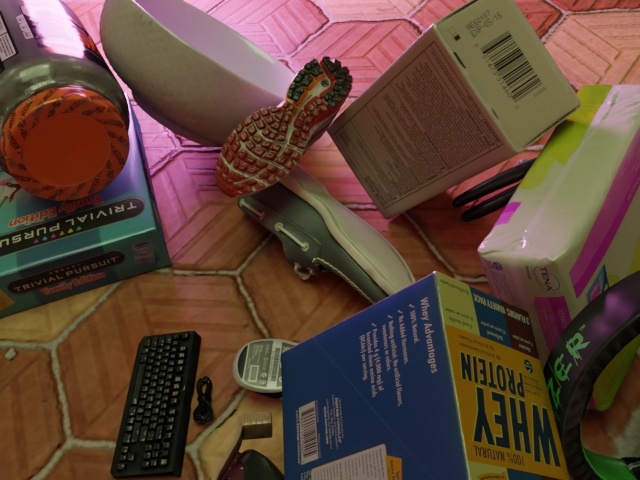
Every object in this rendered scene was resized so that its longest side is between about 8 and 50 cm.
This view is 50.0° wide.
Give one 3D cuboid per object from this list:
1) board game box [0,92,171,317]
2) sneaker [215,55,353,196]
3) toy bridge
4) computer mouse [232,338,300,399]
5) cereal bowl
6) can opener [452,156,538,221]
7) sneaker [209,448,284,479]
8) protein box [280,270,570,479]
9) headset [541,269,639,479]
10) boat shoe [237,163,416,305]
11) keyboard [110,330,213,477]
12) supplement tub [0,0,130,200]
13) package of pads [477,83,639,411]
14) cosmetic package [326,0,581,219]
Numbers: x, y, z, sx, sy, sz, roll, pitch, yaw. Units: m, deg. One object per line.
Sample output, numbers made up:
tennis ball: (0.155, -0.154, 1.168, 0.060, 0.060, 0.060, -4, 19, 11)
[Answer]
board game box: (-0.377, -0.067, 1.009, 0.253, 0.079, 0.336, -18, 47, -8)
sneaker: (-0.043, -0.133, 0.884, 0.088, 0.093, 0.225, 43, 72, 6)
toy bridge: (-0.068, 0.238, 0.608, 0.063, 0.026, 0.188, -2, 41, -7)
computer mouse: (-0.003, 0.151, 0.779, 0.192, 0.042, 0.106, 4, 53, 5)
cereal bowl: (-0.181, -0.242, 1.028, 0.141, 0.338, 0.339, -55, 49, 17)
can opener: (0.267, -0.080, 0.939, 0.186, 0.073, 0.059, -22, 56, 1)
sneaker: (-0.133, 0.276, 0.653, 0.281, 0.107, 0.163, 5, 43, -1)
protein box: (0.081, 0.169, 0.595, 0.201, 0.135, 0.200, -33, 48, 38)
headset: (0.386, 0.118, 0.641, 0.393, 0.244, 0.185, 2, 26, -10)
boat shoe: (0.000, 0.000, 0.901, 0.319, 0.116, 0.099, 45, 110, 30)
keyboard: (-0.174, 0.182, 0.788, 0.108, 0.023, 0.180, -4, 48, 5)
supplement tub: (-0.384, -0.205, 0.951, 0.193, 0.194, 0.316, -25, 50, -14)
package of pads: (0.295, 0.004, 0.739, 0.101, 0.229, 0.296, 7, 46, 43)
cosmetic package: (0.140, -0.147, 0.830, 0.113, 0.309, 0.160, -35, 93, -22)
